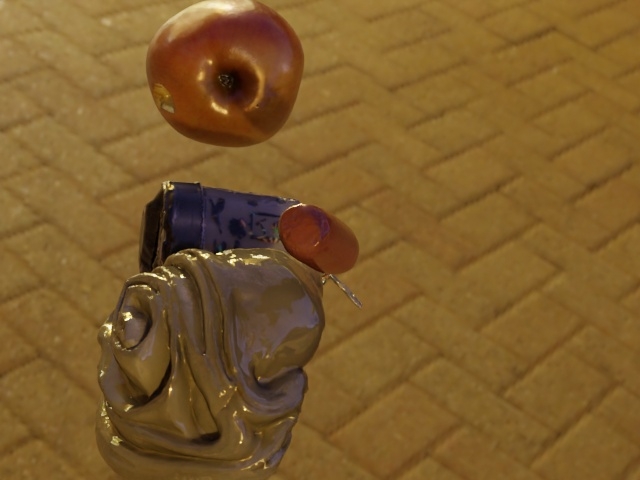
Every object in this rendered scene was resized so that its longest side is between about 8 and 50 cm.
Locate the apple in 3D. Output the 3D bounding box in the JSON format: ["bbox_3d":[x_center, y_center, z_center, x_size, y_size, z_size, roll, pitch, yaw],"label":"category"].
[{"bbox_3d":[-0.146,-0.258,2.155,0.242,0.242,0.241,19,10,-14],"label":"apple"}]

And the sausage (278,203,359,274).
[{"bbox_3d":[0.000,0.000,1.510,0.062,0.062,0.154,38,2,19],"label":"sausage"}]

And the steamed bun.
[{"bbox_3d":[-0.156,0.146,1.614,0.219,0.324,0.310,29,50,-21],"label":"steamed bun"}]

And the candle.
[{"bbox_3d":[-0.092,0.024,2.020,0.330,0.187,0.187,8,33,-13],"label":"candle"}]
